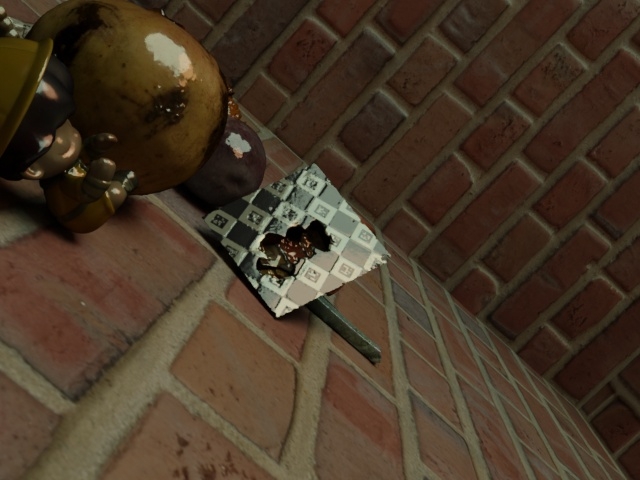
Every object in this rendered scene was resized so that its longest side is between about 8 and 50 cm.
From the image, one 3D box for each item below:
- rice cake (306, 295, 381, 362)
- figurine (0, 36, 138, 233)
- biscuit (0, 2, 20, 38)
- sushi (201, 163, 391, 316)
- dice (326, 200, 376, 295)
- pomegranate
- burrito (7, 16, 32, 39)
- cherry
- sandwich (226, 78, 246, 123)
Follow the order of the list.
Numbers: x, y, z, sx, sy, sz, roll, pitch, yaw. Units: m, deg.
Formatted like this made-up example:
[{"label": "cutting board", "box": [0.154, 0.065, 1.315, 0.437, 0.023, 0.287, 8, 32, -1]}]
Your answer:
[{"label": "rice cake", "box": [0.049, 0.175, 1.464, 0.211, 0.034, 0.043, 41, 12, -7]}, {"label": "figurine", "box": [-0.341, -0.116, 0.853, 0.192, 0.167, 0.256, 44, -16, 51]}, {"label": "biscuit", "box": [-0.543, -0.392, 1.136, 0.217, 0.044, 0.324, 48, -18, 40]}, {"label": "sushi", "box": [-0.046, 0.005, 1.368, 0.290, 0.050, 0.264, -27, 69, -33]}, {"label": "dice", "box": [0.000, 0.000, 1.517, 0.179, 0.174, 0.175, 38, -2, 18]}, {"label": "pomegranate", "box": [-0.299, -0.220, 1.087, 0.322, 0.322, 0.322, 41, 10, -9]}, {"label": "burrito", "box": [-0.542, -0.369, 1.391, 0.203, 0.064, 0.064, 37, 12, -22]}, {"label": "cherry", "box": [-0.212, -0.168, 1.478, 0.266, 0.183, 0.213, 21, 10, -24]}, {"label": "sandwich", "box": [-0.279, -0.284, 1.752, 0.251, 0.162, 0.301, 17, 56, -41]}]
